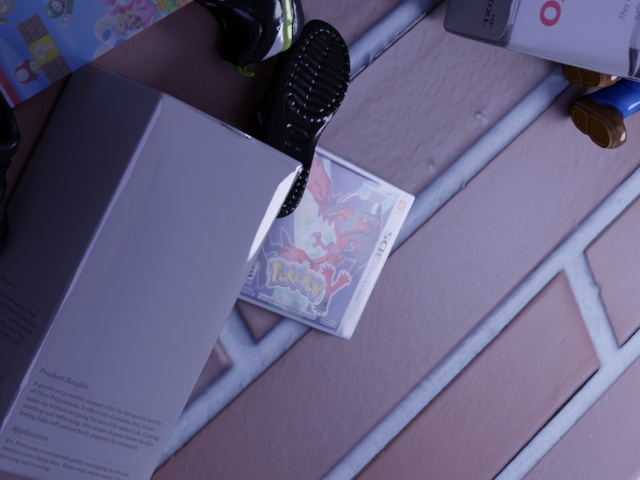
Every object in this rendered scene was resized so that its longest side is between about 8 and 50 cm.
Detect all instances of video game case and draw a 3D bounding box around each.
[{"bbox_3d":[0.000,0.000,1.688,0.201,0.023,0.183,24,90,-43],"label":"video game case"},{"bbox_3d":[-0.199,-0.268,1.354,0.285,0.025,0.204,-32,126,-7],"label":"video game case"}]

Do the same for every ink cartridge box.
[{"bbox_3d":[0.365,-0.317,1.697,0.394,0.166,0.286,10,99,-23],"label":"ink cartridge box"}]

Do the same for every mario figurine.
[{"bbox_3d":[0.462,-0.231,1.886,0.320,0.170,0.198,-29,158,-20],"label":"mario figurine"}]

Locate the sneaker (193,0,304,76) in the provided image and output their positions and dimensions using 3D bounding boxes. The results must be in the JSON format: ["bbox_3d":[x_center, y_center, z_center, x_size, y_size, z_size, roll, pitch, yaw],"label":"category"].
[{"bbox_3d":[-0.083,-0.260,1.470,0.097,0.084,0.235,-36,127,-23],"label":"sneaker"}]

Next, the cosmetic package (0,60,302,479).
[{"bbox_3d":[-0.196,0.041,1.445,0.197,0.155,0.366,28,87,-44],"label":"cosmetic package"}]

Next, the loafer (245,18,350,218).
[{"bbox_3d":[-0.040,-0.126,1.571,0.080,0.078,0.220,35,66,-34],"label":"loafer"}]

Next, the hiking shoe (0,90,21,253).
[{"bbox_3d":[-0.306,-0.072,1.333,0.086,0.114,0.227,-26,122,-30],"label":"hiking shoe"}]
